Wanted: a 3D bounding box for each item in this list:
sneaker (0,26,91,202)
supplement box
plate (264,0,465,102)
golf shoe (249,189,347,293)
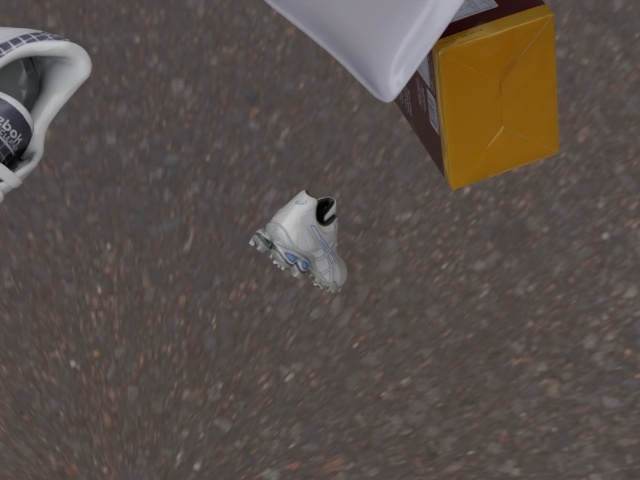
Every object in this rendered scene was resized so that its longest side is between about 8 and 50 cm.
[{"bbox_3d":[-0.210,-0.030,0.799,0.095,0.090,0.235,5,51,32],"label":"sneaker"},{"bbox_3d":[0.156,-0.199,1.663,0.129,0.191,0.194,-19,45,-9],"label":"supplement box"},{"bbox_3d":[0.071,-0.289,1.379,0.045,0.277,0.278,35,92,32],"label":"plate"},{"bbox_3d":[0.000,0.000,1.566,0.069,0.176,0.086,36,92,21],"label":"golf shoe"}]
